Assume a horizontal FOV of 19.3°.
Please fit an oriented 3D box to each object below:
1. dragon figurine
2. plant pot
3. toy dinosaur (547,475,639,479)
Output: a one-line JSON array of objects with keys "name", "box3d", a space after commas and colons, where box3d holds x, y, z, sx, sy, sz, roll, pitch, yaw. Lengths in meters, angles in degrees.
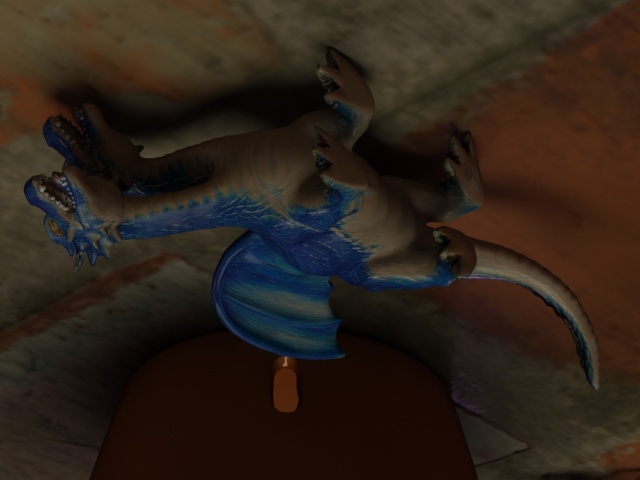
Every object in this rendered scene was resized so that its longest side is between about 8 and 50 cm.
[{"name": "dragon figurine", "box3d": [0.000, 0.000, 0.894, 0.289, 0.085, 0.144, 29, 138, -34]}, {"name": "plant pot", "box3d": [-0.021, 0.184, 1.070, 0.290, 0.203, 0.291, 1, 146, 1]}, {"name": "toy dinosaur", "box3d": [0.175, 0.185, 1.185, 0.082, 0.090, 0.047, 35, 151, 34]}]
